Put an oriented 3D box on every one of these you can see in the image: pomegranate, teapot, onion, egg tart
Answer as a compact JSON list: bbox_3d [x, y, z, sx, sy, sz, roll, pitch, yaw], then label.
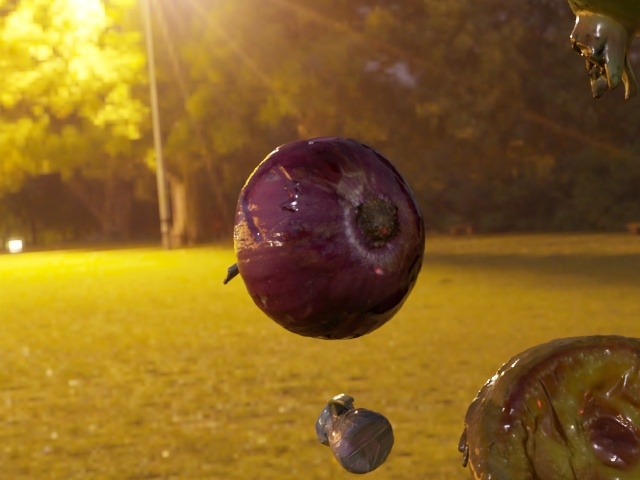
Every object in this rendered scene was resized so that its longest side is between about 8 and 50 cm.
[{"bbox_3d":[0.396,-0.345,1.675,0.260,0.341,0.260,12,-1,0],"label":"pomegranate"},{"bbox_3d":[0.028,0.181,1.294,0.064,0.083,0.064,-30,29,-23],"label":"teapot"},{"bbox_3d":[0.007,-0.001,1.141,0.177,0.177,0.153,-5,-1,-16],"label":"onion"},{"bbox_3d":[0.275,0.220,1.252,0.294,0.295,0.116,-5,-38,-6],"label":"egg tart"}]
